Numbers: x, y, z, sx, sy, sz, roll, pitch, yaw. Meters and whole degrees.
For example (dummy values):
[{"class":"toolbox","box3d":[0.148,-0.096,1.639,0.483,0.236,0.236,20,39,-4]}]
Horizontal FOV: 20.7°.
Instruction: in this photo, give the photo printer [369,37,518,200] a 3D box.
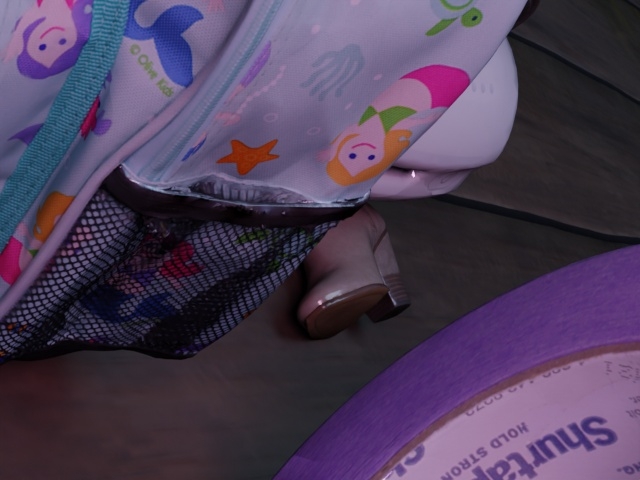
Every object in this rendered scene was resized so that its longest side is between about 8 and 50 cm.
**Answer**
[{"class":"photo printer","box3d":[-0.035,-0.162,0.824,0.256,0.107,0.308,17,46,-48]}]

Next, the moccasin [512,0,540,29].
[{"class":"moccasin","box3d":[0.041,-0.285,1.170,0.380,0.139,0.147,37,29,-48]}]

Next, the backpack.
[{"class":"backpack","box3d":[-0.062,-0.101,0.504,0.191,0.253,0.225,3,58,-43]}]

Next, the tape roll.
[{"class":"tape roll","box3d":[0.079,0.127,0.492,0.090,0.274,0.275,50,22,-28]}]

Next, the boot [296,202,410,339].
[{"class":"boot","box3d":[0.000,0.000,0.834,0.087,0.042,0.118,58,18,13]}]
